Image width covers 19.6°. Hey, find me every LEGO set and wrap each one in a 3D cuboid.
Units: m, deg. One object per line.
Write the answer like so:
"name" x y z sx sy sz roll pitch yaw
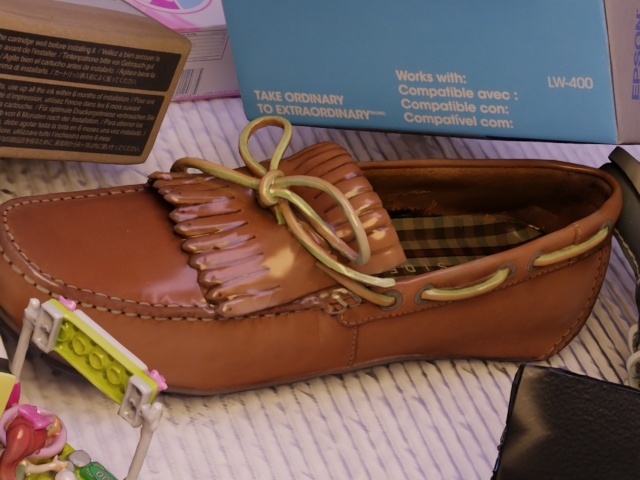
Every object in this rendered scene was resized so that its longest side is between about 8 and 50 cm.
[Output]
"LEGO set" -0.176 0.079 0.860 0.287 0.107 0.132 24 36 3

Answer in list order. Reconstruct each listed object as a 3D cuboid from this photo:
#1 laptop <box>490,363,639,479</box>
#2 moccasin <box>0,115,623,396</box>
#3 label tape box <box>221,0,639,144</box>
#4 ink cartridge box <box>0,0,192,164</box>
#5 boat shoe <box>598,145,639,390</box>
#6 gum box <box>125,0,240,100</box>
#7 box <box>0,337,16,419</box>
"laptop" 0.186 0.211 0.846 0.234 0.264 0.136 15 -5 -10
"moccasin" 0.001 0.002 1.014 0.380 0.147 0.139 3 40 -24
"label tape box" 0.085 -0.112 1.079 0.241 0.105 0.334 6 6 30
"ink cartridge box" -0.222 -0.133 1.053 0.235 0.088 0.193 33 16 29
"boat shoe" 0.212 0.066 1.071 0.116 0.099 0.319 36 21 -40
"gum box" -0.116 -0.146 1.215 0.188 0.062 0.107 -9 46 -35
"box" -0.204 0.006 0.818 0.087 0.058 0.232 10 29 -29
